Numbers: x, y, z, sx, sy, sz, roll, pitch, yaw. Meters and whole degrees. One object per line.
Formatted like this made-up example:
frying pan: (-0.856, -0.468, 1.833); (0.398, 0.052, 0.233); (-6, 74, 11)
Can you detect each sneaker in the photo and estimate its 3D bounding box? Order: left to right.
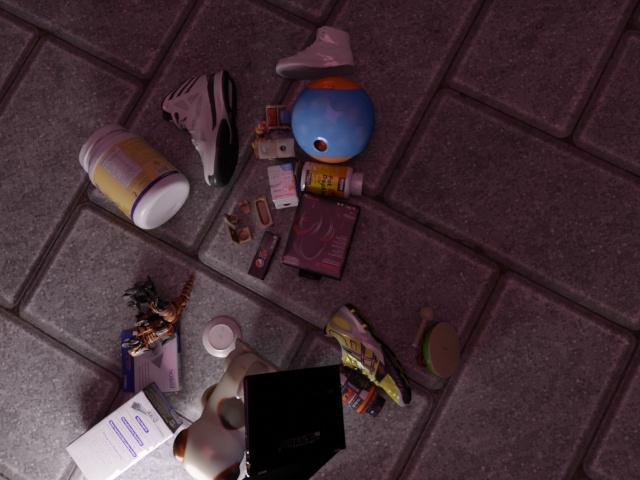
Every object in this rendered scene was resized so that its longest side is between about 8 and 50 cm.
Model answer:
sneaker: (-0.447, -0.396, 1.874); (0.257, 0.169, 0.448); (-4, 74, 13)
sneaker: (-0.025, -0.699, 1.895); (0.292, 0.108, 0.169); (-5, 80, -6)
sneaker: (0.162, 0.400, 1.727); (0.147, 0.145, 0.385); (-39, 71, 6)

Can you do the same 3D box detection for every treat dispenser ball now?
treat dispenser ball: (0.044, -0.411, 1.753); (0.287, 0.288, 0.289); (-1, 83, 4)

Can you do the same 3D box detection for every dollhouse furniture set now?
dollhouse furniture set: (-0.256, -0.080, 1.816); (0.151, 0.123, 0.144); (-18, 82, 2)
dollhouse furniture set: (-0.170, -0.386, 1.807); (0.128, 0.129, 0.184); (-6, 101, -13)

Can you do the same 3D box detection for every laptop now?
laptop: (-0.136, 0.606, 1.572); (0.236, 0.381, 0.409); (-14, 75, 43)

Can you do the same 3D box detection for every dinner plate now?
dinner plate: (-0.354, 0.345, 1.823); (0.141, 0.017, 0.141); (-1, 81, 3)

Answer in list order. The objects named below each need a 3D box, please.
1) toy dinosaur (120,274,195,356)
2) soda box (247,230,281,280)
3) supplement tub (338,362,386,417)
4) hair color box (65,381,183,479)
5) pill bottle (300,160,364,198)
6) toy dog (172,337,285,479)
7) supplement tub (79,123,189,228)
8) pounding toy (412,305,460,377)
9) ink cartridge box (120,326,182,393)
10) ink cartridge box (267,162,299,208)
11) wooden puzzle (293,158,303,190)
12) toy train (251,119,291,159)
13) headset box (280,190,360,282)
toy dinosaur: (-0.569, 0.250, 1.795); (0.218, 0.164, 0.322); (39, 44, 6)
soda box: (-0.200, 0.055, 1.830); (0.060, 0.053, 0.169); (22, 84, 7)
supplement tub: (0.120, 0.508, 1.720); (0.197, 0.106, 0.106); (33, 86, 8)
hair color box: (-0.663, 0.662, 1.739); (0.338, 0.110, 0.185); (-36, 88, 6)
pill bottle: (0.043, -0.211, 1.813); (0.214, 0.117, 0.118); (8, 83, 5)
toy dog: (-0.262, 0.565, 1.611); (0.284, 0.395, 0.408); (35, 80, -4)
supplement tub: (-0.656, -0.228, 1.807); (0.331, 0.241, 0.241); (41, 87, 9)
pounding toy: (0.361, 0.349, 1.715); (0.237, 0.110, 0.183); (50, 53, -26)
ink cartridge box: (-0.609, 0.427, 1.816); (0.223, 0.045, 0.224); (-6, 82, 4)
ink cartridge box: (-0.130, -0.192, 1.838); (0.092, 0.090, 0.143); (-11, 81, 3)
wooden puzzle: (-0.079, -0.236, 1.840); (0.014, 0.116, 0.079); (-7, 126, 17)
toy train: (-0.188, -0.389, 1.890); (0.125, 0.046, 0.167); (20, 84, 7)
headset box: (0.000, 0.000, 1.793); (0.217, 0.110, 0.294); (16, 84, 6)
